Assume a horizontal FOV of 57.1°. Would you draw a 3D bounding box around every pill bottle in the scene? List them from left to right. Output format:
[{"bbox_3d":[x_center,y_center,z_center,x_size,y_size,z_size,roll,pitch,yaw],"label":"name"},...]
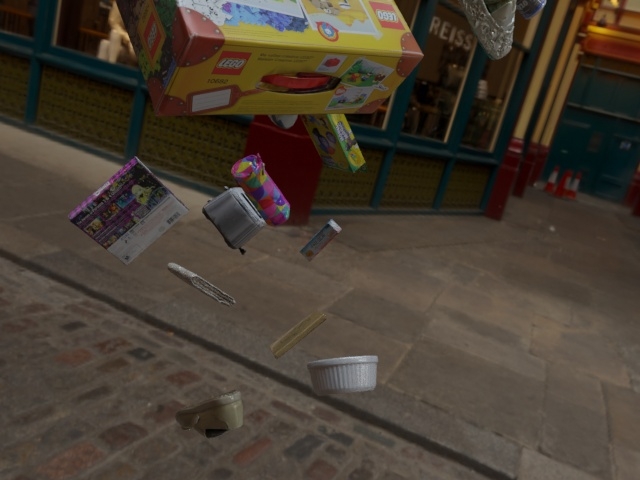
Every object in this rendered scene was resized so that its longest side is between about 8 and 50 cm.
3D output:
[{"bbox_3d":[0.605,-0.740,1.767,0.137,0.078,0.078,37,8,-19],"label":"pill bottle"}]

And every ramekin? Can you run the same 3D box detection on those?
[{"bbox_3d":[0.088,0.513,2.222,0.272,0.127,0.273,-5,-14,-1],"label":"ramekin"}]

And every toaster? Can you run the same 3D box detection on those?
[{"bbox_3d":[-0.285,-0.076,2.024,0.227,0.146,0.129,52,13,1],"label":"toaster"}]

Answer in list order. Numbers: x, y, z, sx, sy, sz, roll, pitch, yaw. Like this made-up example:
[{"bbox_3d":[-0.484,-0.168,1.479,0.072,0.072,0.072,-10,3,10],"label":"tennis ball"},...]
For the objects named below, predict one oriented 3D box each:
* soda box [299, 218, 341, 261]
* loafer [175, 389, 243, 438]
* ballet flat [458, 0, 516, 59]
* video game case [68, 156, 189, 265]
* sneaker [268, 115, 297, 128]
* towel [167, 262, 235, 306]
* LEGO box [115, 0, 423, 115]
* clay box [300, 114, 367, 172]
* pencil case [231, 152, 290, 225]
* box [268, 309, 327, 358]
[{"bbox_3d":[0.000,0.000,2.367,0.063,0.183,0.058,45,23,-1],"label":"soda box"},{"bbox_3d":[-0.272,0.434,1.428,0.101,0.092,0.268,-7,-18,-38],"label":"loafer"},{"bbox_3d":[0.408,-0.622,1.468,0.409,0.147,0.147,43,-2,-33],"label":"ballet flat"},{"bbox_3d":[-0.502,-0.073,1.557,0.210,0.232,0.042,50,-2,-42],"label":"video game case"},{"bbox_3d":[-0.071,-0.403,1.618,0.110,0.283,0.122,-32,66,-30],"label":"sneaker"},{"bbox_3d":[-0.481,0.184,2.381,0.187,0.049,0.282,19,-16,41],"label":"towel"},{"bbox_3d":[-0.107,-0.440,1.107,0.500,0.193,0.373,-11,69,-38],"label":"LEGO box"},{"bbox_3d":[0.031,-0.259,1.506,0.053,0.222,0.127,-41,35,-19],"label":"clay box"},{"bbox_3d":[-0.174,-0.150,1.776,0.104,0.104,0.236,29,-21,42],"label":"pencil case"},{"bbox_3d":[-0.075,0.296,1.881,0.021,0.201,0.164,52,-9,-6],"label":"box"}]
